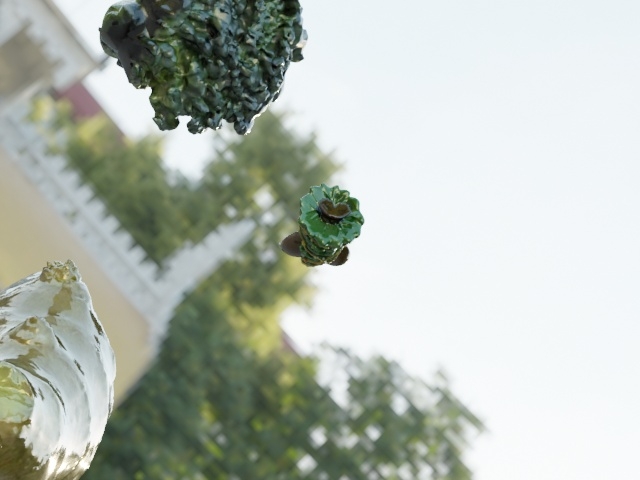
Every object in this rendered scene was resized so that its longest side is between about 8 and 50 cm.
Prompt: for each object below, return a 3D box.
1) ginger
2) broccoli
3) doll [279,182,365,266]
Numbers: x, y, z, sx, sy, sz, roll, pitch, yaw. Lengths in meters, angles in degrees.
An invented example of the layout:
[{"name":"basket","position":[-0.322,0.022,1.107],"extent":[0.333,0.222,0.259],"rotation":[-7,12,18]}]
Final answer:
[{"name":"ginger","position":[-0.249,0.146,1.449],"extent":[0.166,0.236,0.375],"rotation":[32,16,7]},{"name":"broccoli","position":[-0.122,-0.172,1.615],"extent":[0.145,0.165,0.304],"rotation":[50,-11,-21]},{"name":"doll","position":[0.000,0.005,2.085],"extent":[0.078,0.077,0.113],"rotation":[13,-52,-9]}]
